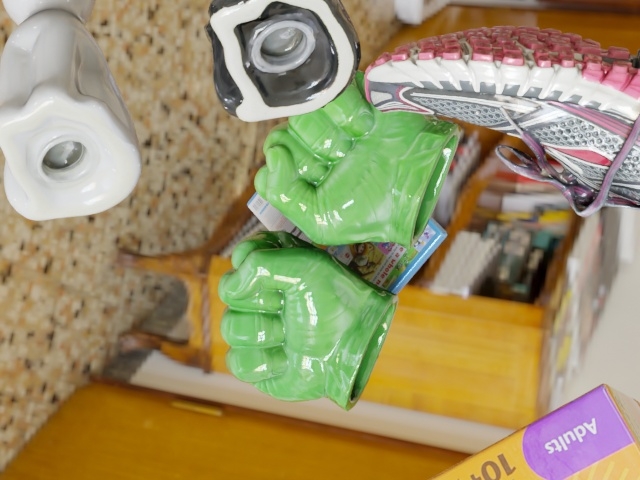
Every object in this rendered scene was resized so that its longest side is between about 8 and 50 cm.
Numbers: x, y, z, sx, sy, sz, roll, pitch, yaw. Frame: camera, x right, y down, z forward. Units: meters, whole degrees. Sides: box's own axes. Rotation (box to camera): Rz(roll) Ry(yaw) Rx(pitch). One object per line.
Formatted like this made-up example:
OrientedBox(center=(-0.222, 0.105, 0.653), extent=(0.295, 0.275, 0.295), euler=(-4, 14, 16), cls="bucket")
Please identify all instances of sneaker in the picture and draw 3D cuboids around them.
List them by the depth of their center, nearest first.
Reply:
OrientedBox(center=(0.170, -0.075, 0.811), extent=(0.121, 0.299, 0.112), euler=(-39, 139, -61), cls="sneaker")

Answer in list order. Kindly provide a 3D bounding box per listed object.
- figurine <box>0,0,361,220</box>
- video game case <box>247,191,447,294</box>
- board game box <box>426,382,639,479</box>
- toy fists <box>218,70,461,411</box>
OrientedBox(center=(-0.100, -0.137, 0.700), extent=(0.092, 0.215, 0.209), euler=(55, 15, -45), cls="figurine")
OrientedBox(center=(0.020, -0.019, 1.075), extent=(0.119, 0.166, 0.015), euler=(-51, 155, 20), cls="video game case")
OrientedBox(center=(0.201, 0.372, 1.033), extent=(0.356, 0.356, 0.356), euler=(63, 13, 20), cls="board game box")
OrientedBox(center=(0.000, 0.000, 0.972), extent=(0.096, 0.142, 0.279), euler=(-26, 137, -69), cls="toy fists")
